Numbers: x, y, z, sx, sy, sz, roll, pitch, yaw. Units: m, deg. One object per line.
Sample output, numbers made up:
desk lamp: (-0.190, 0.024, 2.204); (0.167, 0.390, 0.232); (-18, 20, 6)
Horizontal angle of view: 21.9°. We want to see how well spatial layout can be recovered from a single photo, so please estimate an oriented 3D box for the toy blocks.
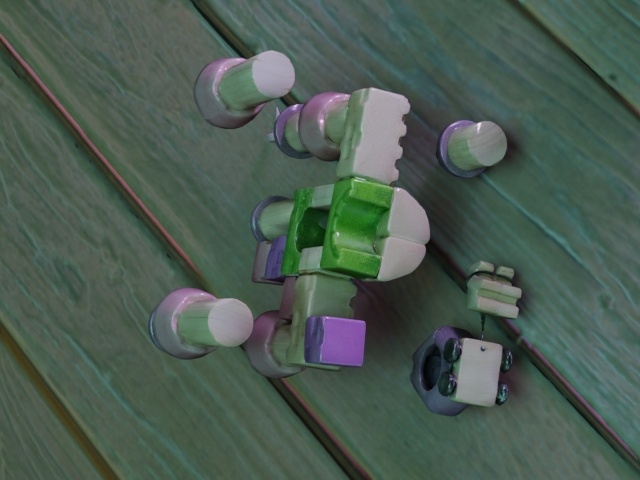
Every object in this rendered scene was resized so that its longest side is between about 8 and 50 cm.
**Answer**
toy blocks: (0.000, 0.000, 1.568); (0.260, 0.308, 0.289); (170, 111, -66)
